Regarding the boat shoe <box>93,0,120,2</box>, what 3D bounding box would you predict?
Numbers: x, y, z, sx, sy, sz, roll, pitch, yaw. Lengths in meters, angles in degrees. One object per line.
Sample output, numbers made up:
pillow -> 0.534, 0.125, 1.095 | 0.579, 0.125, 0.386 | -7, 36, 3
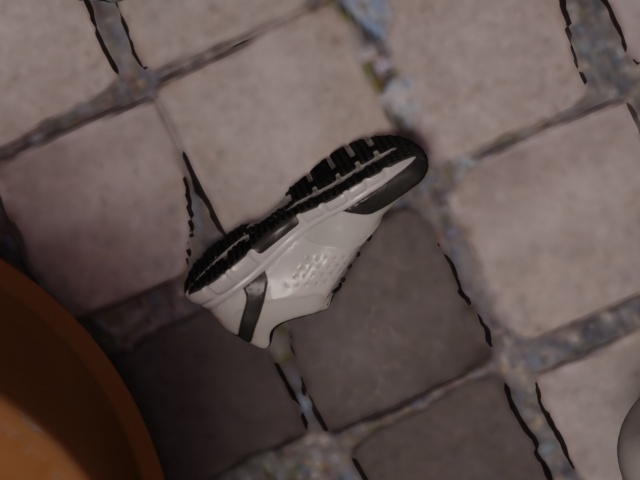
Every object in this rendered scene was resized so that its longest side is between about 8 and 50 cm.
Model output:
boat shoe -> 0.022, -0.209, 0.554 | 0.119, 0.121, 0.335 | 36, 99, 2

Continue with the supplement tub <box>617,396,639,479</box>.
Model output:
supplement tub -> 0.209, 0.128, 0.587 | 0.144, 0.144, 0.200 | -26, 97, 9

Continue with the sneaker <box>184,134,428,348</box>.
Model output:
sneaker -> 0.000, 0.000, 0.640 | 0.109, 0.040, 0.044 | -36, 112, 13

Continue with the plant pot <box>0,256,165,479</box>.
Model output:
plant pot -> -0.174, 0.128, 0.537 | 0.290, 0.203, 0.291 | 0, 90, -19
